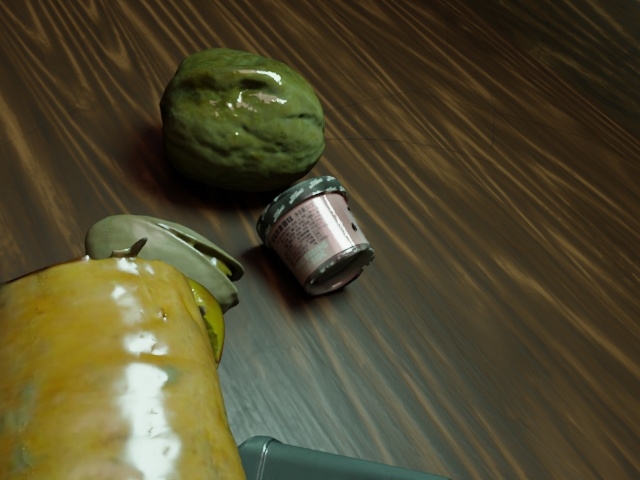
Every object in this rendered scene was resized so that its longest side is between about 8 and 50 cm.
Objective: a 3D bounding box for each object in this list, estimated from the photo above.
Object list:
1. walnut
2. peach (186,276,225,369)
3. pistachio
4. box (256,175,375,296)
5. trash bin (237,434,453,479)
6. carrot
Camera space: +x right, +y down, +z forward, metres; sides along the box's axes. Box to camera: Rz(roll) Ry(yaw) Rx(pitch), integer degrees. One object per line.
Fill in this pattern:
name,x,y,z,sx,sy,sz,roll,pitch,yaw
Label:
walnut,-0.122,-0.194,0.921,0.283,0.283,0.227,9,72,-19
peach,-0.168,0.108,0.639,0.151,0.151,0.118,43,5,18
pistachio,-0.199,0.031,0.727,0.206,0.131,0.129,18,49,-17
box,0.000,0.000,0.851,0.151,0.151,0.135,-17,64,-39
trash bin,-0.001,0.281,0.507,0.236,0.101,0.177,1,59,18
carrot,-0.165,0.194,0.413,0.224,0.224,0.341,-1,55,-28
